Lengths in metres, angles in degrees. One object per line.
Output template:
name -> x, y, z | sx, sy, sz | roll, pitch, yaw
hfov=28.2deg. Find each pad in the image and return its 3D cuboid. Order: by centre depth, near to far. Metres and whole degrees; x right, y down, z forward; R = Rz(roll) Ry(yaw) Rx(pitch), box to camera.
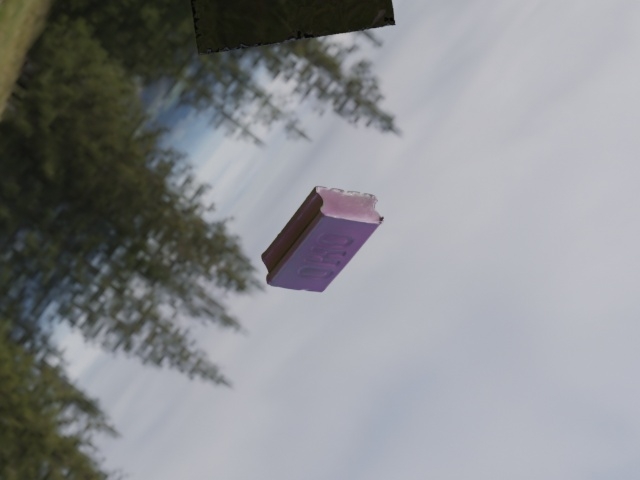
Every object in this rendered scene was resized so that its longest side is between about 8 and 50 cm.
pad -> -0.055, -0.413, 1.473 | 0.248, 0.367, 0.007 | -5, -169, 17

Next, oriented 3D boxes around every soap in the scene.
soap -> 0.000, 0.000, 2.077 | 0.203, 0.122, 0.065 | -52, -139, 41
